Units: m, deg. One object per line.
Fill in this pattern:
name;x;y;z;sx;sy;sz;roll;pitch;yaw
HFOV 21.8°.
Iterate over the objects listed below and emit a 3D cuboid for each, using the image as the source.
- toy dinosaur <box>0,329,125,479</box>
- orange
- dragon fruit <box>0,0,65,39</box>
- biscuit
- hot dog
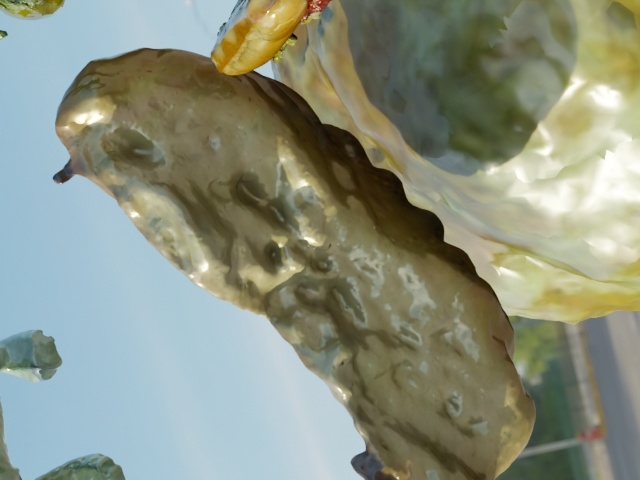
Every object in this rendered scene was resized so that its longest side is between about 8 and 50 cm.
toy dinosaur;-0.161;0.075;0.762;0.383;0.129;0.076;48;125;41
orange;0.099;-0.081;0.667;0.271;0.210;0.369;40;156;-6
dragon fruit;-0.126;-0.128;0.544;0.175;0.138;0.142;41;178;14
biscuit;0.000;0.000;0.529;0.183;0.061;0.118;43;-163;-11
hot dog;-0.011;-0.062;0.441;0.021;0.037;0.083;33;172;-7
